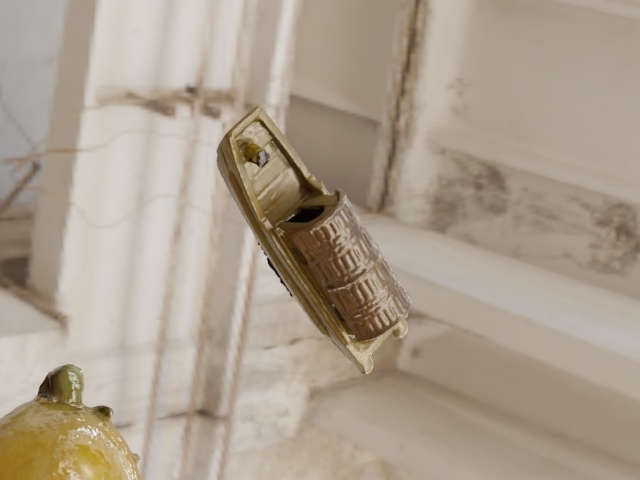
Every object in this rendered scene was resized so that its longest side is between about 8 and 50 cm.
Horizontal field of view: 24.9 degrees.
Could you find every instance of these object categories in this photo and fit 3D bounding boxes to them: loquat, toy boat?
[{"bbox_3d":[-0.206,0.194,1.084,0.149,0.172,0.204,12,-100,14],"label":"loquat"},{"bbox_3d":[0.000,0.000,1.068,0.088,0.068,0.226,5,-47,53],"label":"toy boat"}]
